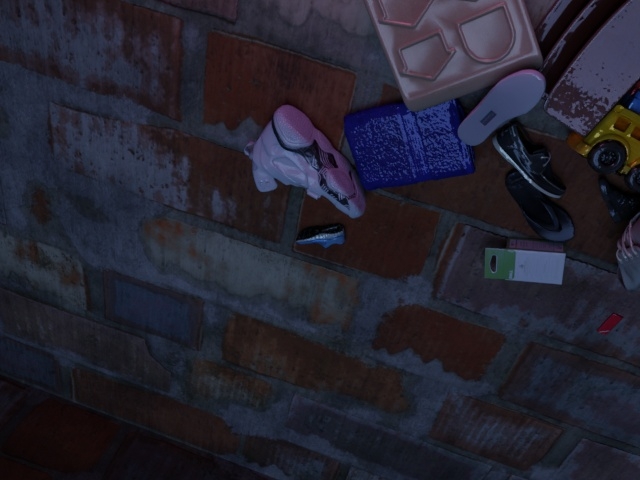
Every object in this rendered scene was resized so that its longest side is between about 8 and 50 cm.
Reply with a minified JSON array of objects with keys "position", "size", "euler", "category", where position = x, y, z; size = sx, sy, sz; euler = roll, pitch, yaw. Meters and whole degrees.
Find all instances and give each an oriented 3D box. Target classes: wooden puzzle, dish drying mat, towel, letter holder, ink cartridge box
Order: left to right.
[{"position":[0.230,-0.256,1.573],"size":[0.309,0.076,0.227],"euler":[-8,115,25],"category":"towel"},{"position":[0.286,-0.493,1.347],"size":[0.322,0.080,0.347],"euler":[-15,115,31],"category":"wooden puzzle"},{"position":[0.567,0.054,1.687],"size":[0.210,0.062,0.108],"euler":[4,127,17],"category":"ink cartridge box"},{"position":[0.573,-0.414,1.278],"size":[0.215,0.152,0.301],"euler":[31,129,-3],"category":"letter holder"},{"position":[0.844,0.245,1.769],"size":[0.032,0.008,0.083],"euler":[25,130,1],"category":"dish drying mat"}]

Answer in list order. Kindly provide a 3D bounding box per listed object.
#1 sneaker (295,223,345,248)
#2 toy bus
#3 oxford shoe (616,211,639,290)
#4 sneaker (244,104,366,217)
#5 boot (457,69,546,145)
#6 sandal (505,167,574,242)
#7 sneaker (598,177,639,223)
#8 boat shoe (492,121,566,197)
[{"position":[0.000,0.000,1.847],"size":[0.162,0.063,0.073],"euler":[-5,127,23],"category":"sneaker"},{"position":[0.713,-0.242,1.378],"size":[0.220,0.149,0.211],"euler":[28,114,-5],"category":"toy bus"},{"position":[0.780,0.013,1.447],"size":[0.130,0.169,0.449],"euler":[8,157,25],"category":"oxford shoe"},{"position":[-0.046,-0.181,1.684],"size":[0.210,0.137,0.366],"euler":[-33,105,36],"category":"sneaker"},{"position":[0.422,-0.325,1.387],"size":[0.095,0.123,0.258],"euler":[44,146,-7],"category":"boot"},{"position":[0.569,-0.079,1.590],"size":[0.254,0.054,0.097],"euler":[44,127,-15],"category":"sandal"},{"position":[0.762,-0.100,1.513],"size":[0.089,0.051,0.170],"euler":[-18,122,30],"category":"sneaker"},{"position":[0.531,-0.195,1.499],"size":[0.233,0.084,0.079],"euler":[42,128,-10],"category":"boat shoe"}]
